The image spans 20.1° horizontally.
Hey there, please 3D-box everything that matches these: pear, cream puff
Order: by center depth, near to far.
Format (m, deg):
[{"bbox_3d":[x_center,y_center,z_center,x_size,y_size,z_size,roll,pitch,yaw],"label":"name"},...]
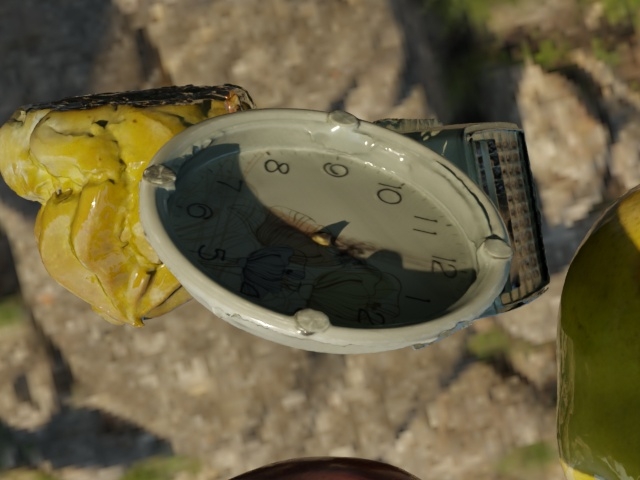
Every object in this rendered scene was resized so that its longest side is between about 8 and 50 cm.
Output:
[{"bbox_3d":[0.397,0.101,1.704,0.418,0.362,0.362,-57,-165,-15],"label":"pear"},{"bbox_3d":[-0.205,-0.043,2.040,0.291,0.257,0.324,-6,-172,-31],"label":"cream puff"}]

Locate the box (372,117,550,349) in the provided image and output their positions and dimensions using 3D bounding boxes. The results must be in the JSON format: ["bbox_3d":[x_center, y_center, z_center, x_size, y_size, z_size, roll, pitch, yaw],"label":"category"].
[{"bbox_3d":[0.113,-0.014,1.779,0.166,0.220,0.290,-11,180,19],"label":"box"}]

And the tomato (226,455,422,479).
[{"bbox_3d":[0.000,0.263,1.186,0.256,0.224,0.256,1,-149,0],"label":"tomato"}]

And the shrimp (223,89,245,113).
[{"bbox_3d":[0.007,-0.040,1.493,0.150,0.249,0.068,-49,-145,3],"label":"shrimp"}]

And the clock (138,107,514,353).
[{"bbox_3d":[0.000,0.000,1.135,0.236,0.053,0.236,10,-143,-8],"label":"clock"}]
